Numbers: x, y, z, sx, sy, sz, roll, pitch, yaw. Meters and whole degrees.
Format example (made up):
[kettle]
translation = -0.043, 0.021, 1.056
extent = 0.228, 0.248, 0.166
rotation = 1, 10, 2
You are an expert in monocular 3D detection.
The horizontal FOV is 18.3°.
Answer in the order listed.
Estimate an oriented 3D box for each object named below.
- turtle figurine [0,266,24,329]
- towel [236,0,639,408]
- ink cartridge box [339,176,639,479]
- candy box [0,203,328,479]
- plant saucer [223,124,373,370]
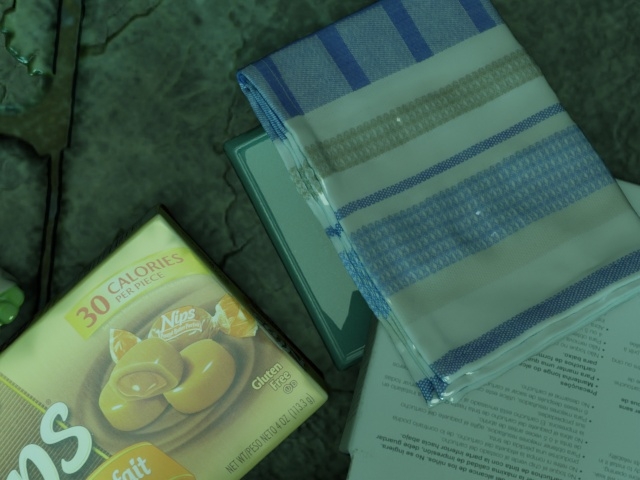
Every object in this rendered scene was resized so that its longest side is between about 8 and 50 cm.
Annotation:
[turtle figurine]
translation = -0.334, 0.011, 1.339
extent = 0.266, 0.275, 0.198
rotation = 43, 60, -28
[towel]
translation = 0.093, -0.046, 1.376
extent = 0.209, 0.034, 0.285
rotation = -27, 75, -19
[ink cartridge box]
translation = 0.188, 0.113, 1.385
extent = 0.324, 0.071, 0.330
rotation = 17, 68, -4
[candy box]
translation = -0.171, 0.146, 1.431
extent = 0.316, 0.087, 0.183
rotation = -42, 96, 3
[plant saucer]
translation = 0.000, 0.000, 1.458
extent = 0.067, 0.018, 0.192
rotation = -27, 97, 1
